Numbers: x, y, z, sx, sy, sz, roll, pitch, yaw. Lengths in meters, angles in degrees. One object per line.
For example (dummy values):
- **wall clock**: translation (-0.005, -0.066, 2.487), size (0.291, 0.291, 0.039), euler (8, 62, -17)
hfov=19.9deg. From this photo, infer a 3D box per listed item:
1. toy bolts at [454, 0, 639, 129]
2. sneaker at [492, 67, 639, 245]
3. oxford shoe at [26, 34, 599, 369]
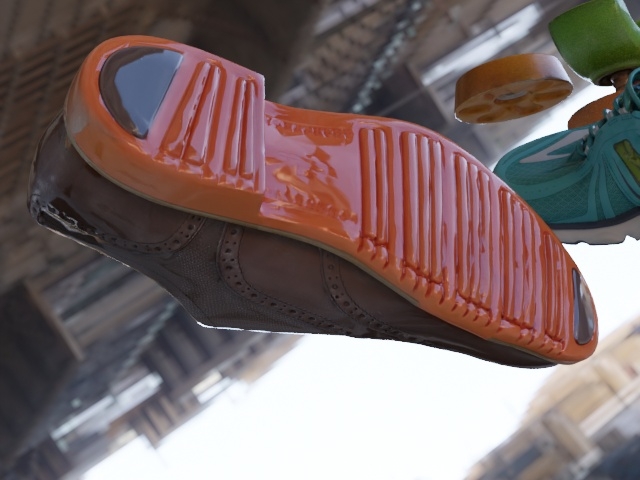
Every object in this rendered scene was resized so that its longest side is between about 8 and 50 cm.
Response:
- **toy bolts**: translation (0.245, -0.081, 1.502), size (0.218, 0.228, 0.158), euler (-24, -108, 41)
- **sneaker**: translation (0.232, -0.077, 1.243), size (0.275, 0.107, 0.110), euler (-17, -46, 32)
- **oxford shoe**: translation (0.000, 0.000, 1.100), size (0.364, 0.130, 0.133), euler (25, -46, -18)
